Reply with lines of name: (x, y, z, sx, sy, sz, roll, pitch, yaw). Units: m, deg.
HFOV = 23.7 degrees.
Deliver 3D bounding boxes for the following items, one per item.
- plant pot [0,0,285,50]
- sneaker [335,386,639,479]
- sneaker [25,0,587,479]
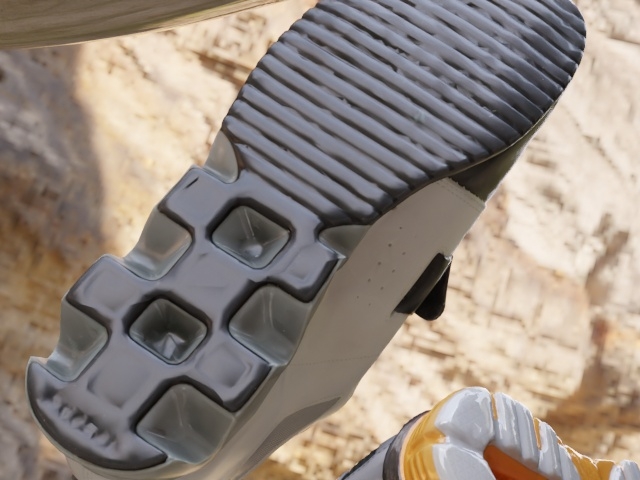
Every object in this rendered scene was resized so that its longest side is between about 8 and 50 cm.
plant pot: (-0.190, -0.256, 1.197, 0.274, 0.256, 0.256, -22, -39, 9)
sneaker: (0.078, 0.121, 0.547, 0.083, 0.084, 0.215, -29, -48, 28)
sneaker: (0.000, 0.000, 0.727, 0.122, 0.330, 0.146, 38, -21, 22)
